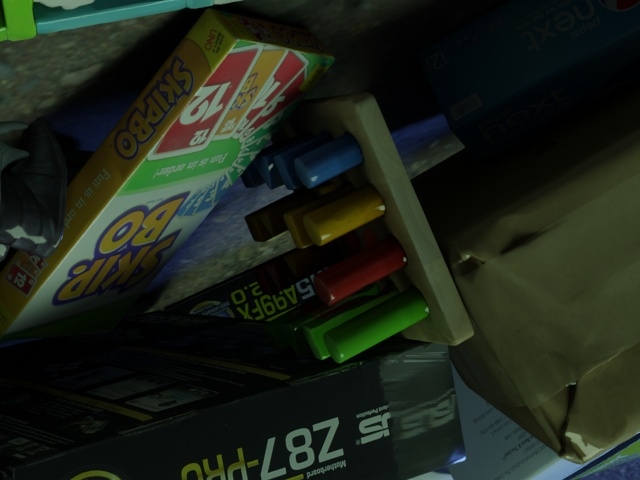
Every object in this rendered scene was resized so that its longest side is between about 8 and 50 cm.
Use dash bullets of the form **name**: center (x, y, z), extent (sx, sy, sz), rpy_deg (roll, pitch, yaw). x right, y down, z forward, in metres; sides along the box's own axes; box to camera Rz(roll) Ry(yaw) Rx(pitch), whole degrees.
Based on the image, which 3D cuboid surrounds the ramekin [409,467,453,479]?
- **ramekin**: center (0.093, 0.200, 1.976), extent (0.207, 0.207, 0.109), rpy_deg (-12, 150, -36)

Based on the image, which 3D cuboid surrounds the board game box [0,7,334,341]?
- **board game box**: center (-0.106, -0.027, 1.145), extent (0.259, 0.039, 0.124), rpy_deg (-47, 161, 19)

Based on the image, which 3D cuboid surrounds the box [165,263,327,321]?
- **box**: center (-0.008, 0.074, 1.679), extent (0.216, 0.060, 0.270), rpy_deg (-25, 163, -2)

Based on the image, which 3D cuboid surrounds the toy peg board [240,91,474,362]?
- **toy peg board**: center (0.000, 0.000, 1.184), extent (0.079, 0.161, 0.161), rpy_deg (-27, -169, -19)

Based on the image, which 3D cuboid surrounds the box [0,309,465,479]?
- **box**: center (-0.146, 0.128, 1.300), extent (0.318, 0.097, 0.395), rpy_deg (-16, -170, -33)

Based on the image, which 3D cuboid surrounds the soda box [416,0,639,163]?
- **soda box**: center (0.176, -0.136, 1.271), extent (0.210, 0.067, 0.071), rpy_deg (-28, 154, 11)

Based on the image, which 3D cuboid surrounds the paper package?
- **paper package**: center (0.218, -0.015, 1.297), extent (0.309, 0.168, 0.325), rpy_deg (-30, -172, -5)

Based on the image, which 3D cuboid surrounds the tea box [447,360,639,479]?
- **tea box**: center (0.304, 0.079, 1.858), extent (0.323, 0.220, 0.329), rpy_deg (-11, 159, -37)

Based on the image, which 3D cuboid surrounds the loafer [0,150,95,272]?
- **loafer**: center (-0.243, 0.027, 1.157), extent (0.267, 0.084, 0.096), rpy_deg (-20, 163, -15)

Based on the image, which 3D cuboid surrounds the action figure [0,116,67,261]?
- **action figure**: center (-0.273, -0.031, 0.929), extent (0.285, 0.099, 0.185), rpy_deg (5, 155, -39)

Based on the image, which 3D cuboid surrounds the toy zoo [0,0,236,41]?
- **toy zoo**: center (-0.059, -0.158, 0.860), extent (0.293, 0.030, 0.192), rpy_deg (-11, 162, -8)
